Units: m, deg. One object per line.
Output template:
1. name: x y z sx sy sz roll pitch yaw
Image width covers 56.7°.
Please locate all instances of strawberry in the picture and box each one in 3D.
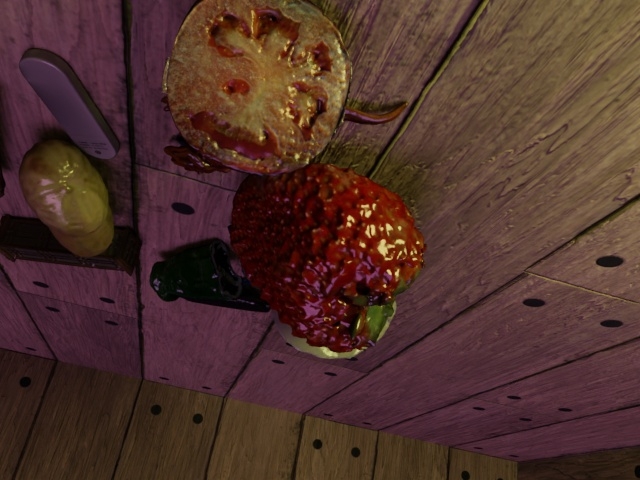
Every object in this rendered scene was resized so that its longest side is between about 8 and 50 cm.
1. strawberry: 0.000 0.000 1.006 0.351 0.267 0.312 34 130 19

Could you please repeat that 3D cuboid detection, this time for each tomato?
1. tomato: -0.074 -0.192 0.718 0.224 0.225 0.085 15 -168 -8

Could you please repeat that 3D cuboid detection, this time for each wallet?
1. wallet: -0.252 0.148 1.549 0.250 0.044 0.149 7 166 11

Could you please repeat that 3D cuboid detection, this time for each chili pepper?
1. chili pepper: -0.309 0.086 1.394 0.270 0.099 0.136 -10 122 40

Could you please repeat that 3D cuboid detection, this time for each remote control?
1. remote control: -0.395 -0.208 0.949 0.077 0.022 0.245 8 154 11

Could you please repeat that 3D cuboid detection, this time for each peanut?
1. peanut: -0.468 -0.063 1.124 0.147 0.148 0.319 11 150 0

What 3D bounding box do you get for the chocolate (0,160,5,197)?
1. chocolate: -0.595 -0.174 1.038 0.102 0.065 0.329 47 149 0

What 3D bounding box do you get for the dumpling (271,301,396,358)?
1. dumpling: 0.030 0.122 1.243 0.292 0.205 0.163 27 139 -12

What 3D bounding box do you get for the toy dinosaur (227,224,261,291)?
1. toy dinosaur: -0.134 0.073 1.344 0.147 0.077 0.363 20 160 7

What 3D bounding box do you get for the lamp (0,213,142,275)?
1. lamp: -0.585 0.010 1.371 0.325 0.089 0.090 6 154 10

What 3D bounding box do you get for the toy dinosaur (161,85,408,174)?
1. toy dinosaur: -0.113 -0.161 0.856 0.432 0.097 0.208 -5 165 35
